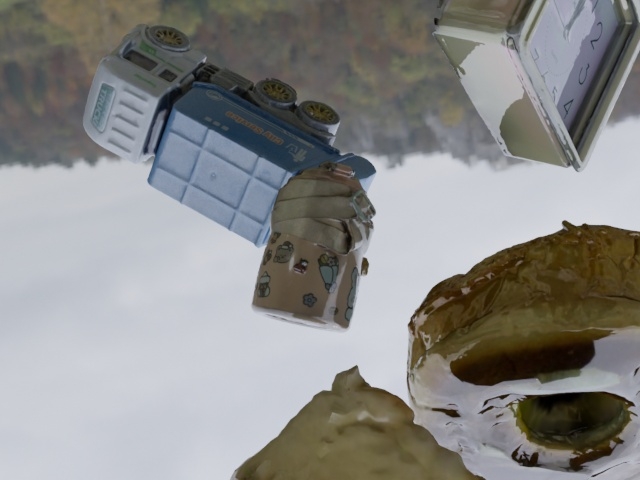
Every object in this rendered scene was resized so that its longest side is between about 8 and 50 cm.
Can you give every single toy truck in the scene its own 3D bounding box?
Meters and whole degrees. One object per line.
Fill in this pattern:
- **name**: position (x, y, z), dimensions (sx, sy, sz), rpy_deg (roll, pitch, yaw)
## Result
- **toy truck**: position (-0.115, -0.124, 1.412), dimensions (0.367, 0.146, 0.175), rpy_deg (28, -148, 7)

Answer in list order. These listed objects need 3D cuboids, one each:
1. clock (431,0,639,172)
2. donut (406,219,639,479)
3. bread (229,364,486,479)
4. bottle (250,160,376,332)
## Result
- **clock**: position (0.167, -0.158, 0.830), dimensions (0.071, 0.147, 0.192), rpy_deg (18, 163, 33)
- **donut**: position (0.224, 0.115, 1.054), dimensions (0.330, 0.330, 0.160), rpy_deg (-11, -128, 7)
- **bread**: position (0.046, 0.337, 0.750), dimensions (0.279, 0.371, 0.390), rpy_deg (-39, 157, -21)
- **bottle**: position (-0.001, 0.000, 0.998), dimensions (0.099, 0.152, 0.099), rpy_deg (14, 173, 2)
